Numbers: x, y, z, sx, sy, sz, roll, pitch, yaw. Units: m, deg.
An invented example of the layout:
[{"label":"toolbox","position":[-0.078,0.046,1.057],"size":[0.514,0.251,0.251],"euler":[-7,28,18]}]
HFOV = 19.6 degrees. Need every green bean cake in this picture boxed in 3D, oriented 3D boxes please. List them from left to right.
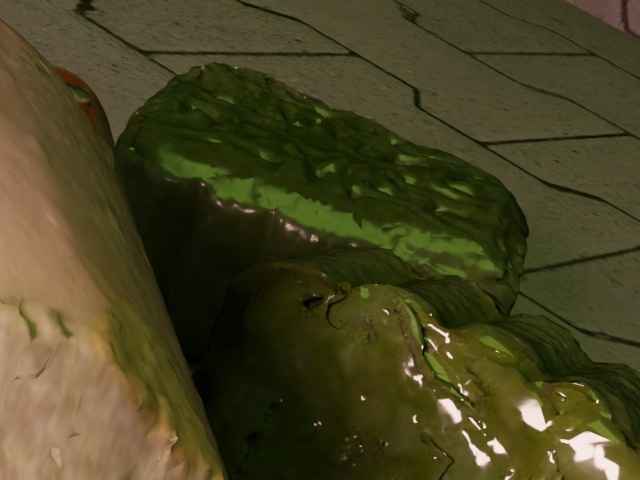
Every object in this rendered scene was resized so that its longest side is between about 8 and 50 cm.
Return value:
[{"label":"green bean cake","position":[0.000,0.000,1.060],"size":[0.248,0.125,0.222],"euler":[24,19,2]},{"label":"green bean cake","position":[0.030,0.124,0.636],"size":[0.200,0.214,0.113],"euler":[31,15,20]}]

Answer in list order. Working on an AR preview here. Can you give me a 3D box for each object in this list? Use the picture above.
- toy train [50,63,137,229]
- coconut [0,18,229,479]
[{"label":"toy train","position":[-0.122,0.035,0.743],"size":[0.116,0.177,0.285],"euler":[18,19,-18]},{"label":"coconut","position":[-0.178,0.060,0.469],"size":[0.297,0.297,0.309],"euler":[14,27,-27]}]
